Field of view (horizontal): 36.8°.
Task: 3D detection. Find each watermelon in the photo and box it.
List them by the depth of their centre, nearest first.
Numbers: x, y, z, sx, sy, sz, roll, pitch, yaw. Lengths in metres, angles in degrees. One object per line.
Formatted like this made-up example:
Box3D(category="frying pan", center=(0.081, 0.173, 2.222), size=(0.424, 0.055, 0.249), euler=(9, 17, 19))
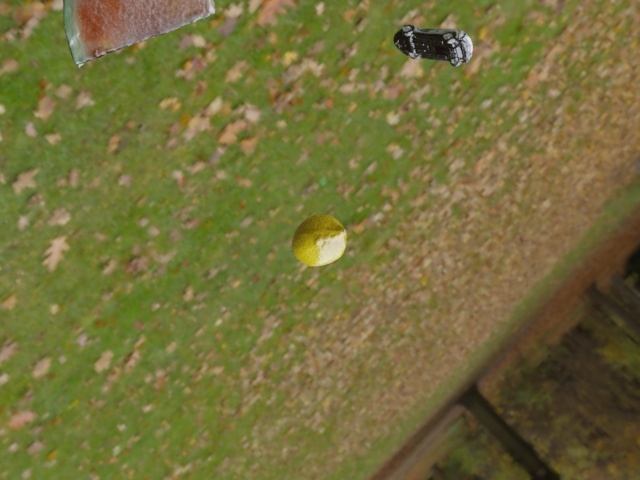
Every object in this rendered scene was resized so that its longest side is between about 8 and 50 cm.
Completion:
Box3D(category="watermelon", center=(-0.220, -0.290, 1.071), size=(0.136, 0.202, 0.207), euler=(30, 83, -39))

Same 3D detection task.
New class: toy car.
Box3D(category="toy car", center=(0.125, -0.221, 1.073), size=(0.025, 0.093, 0.041), euler=(-57, 147, -26))

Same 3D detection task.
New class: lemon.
Box3D(category="lemon", center=(0.000, 0.000, 1.200), size=(0.092, 0.065, 0.065), euler=(-29, -179, 44))
